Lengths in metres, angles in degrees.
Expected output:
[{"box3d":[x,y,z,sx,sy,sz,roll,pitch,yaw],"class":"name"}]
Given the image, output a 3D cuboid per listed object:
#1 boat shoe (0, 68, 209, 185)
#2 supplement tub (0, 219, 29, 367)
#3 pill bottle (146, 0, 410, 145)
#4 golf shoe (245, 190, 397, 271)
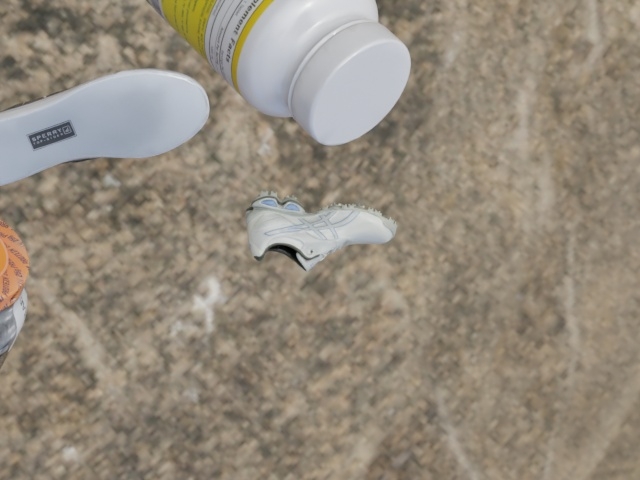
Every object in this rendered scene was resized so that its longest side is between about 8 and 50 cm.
[{"box3d":[-0.212,-0.103,1.076,0.229,0.076,0.080,-19,110,-1],"class":"boat shoe"},{"box3d":[-0.473,0.115,1.450,0.194,0.193,0.316,-8,145,-44],"class":"supplement tub"},{"box3d":[-0.056,-0.263,1.376,0.188,0.334,0.188,-33,151,-21],"class":"pill bottle"},{"box3d":[0.000,0.000,1.382,0.176,0.086,0.069,6,156,-8],"class":"golf shoe"}]
